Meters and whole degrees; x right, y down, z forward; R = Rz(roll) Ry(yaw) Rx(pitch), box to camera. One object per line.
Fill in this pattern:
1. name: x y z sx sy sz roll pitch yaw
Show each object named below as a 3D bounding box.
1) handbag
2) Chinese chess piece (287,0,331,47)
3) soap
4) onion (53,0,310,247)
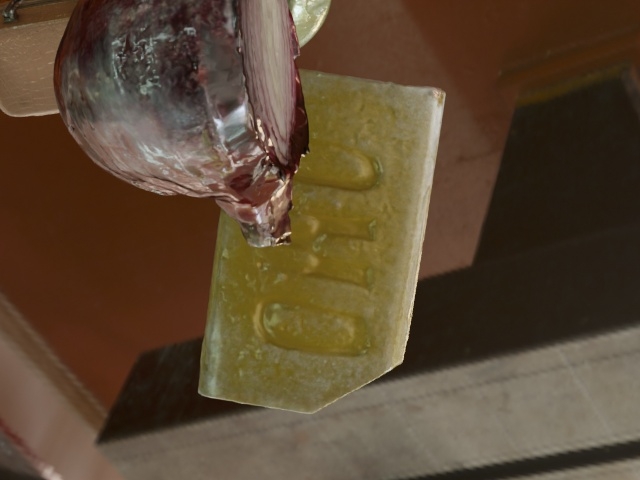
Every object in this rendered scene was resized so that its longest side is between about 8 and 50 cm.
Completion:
1. handbag: -0.314 -0.233 1.504 0.193 0.072 0.151 -9 134 7
2. Chinese chess piece: -0.073 -0.294 1.365 0.188 0.083 0.188 19 120 36
3. soap: 0.000 0.000 0.852 0.140 0.073 0.232 9 97 6
4. onion: -0.062 -0.069 0.551 0.098 0.206 0.151 -5 95 6
